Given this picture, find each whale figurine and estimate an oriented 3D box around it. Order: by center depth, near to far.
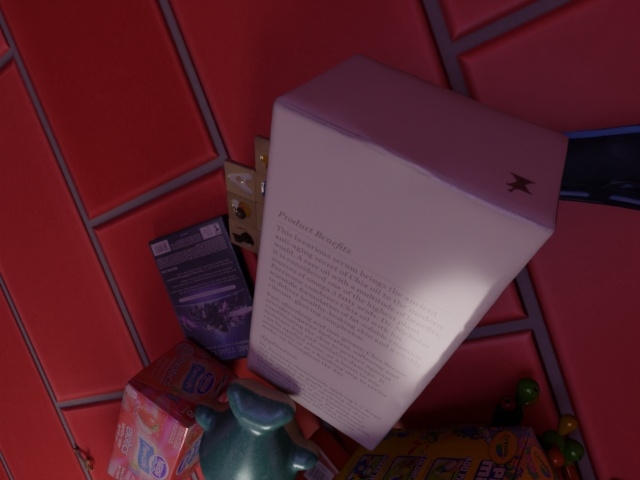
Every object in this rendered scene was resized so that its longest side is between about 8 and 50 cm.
[{"bbox_3d":[-0.111,0.323,0.640,0.217,0.141,0.271,21,136,6],"label":"whale figurine"}]

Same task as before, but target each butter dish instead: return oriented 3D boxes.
[{"bbox_3d":[0.014,0.454,0.720,0.118,0.160,0.160,51,165,-33],"label":"butter dish"}]

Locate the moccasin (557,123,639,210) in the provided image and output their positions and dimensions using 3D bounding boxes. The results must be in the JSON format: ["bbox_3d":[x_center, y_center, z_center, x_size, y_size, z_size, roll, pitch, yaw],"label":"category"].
[{"bbox_3d":[0.236,-0.067,0.493,0.343,0.138,0.116,-1,101,24],"label":"moccasin"}]

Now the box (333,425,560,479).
[{"bbox_3d":[0.194,0.427,0.540,0.279,0.177,0.289,-29,91,44],"label":"box"}]

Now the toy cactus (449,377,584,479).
[{"bbox_3d":[0.282,0.309,0.597,0.181,0.112,0.218,-7,109,34],"label":"toy cactus"}]

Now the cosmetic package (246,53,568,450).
[{"bbox_3d":[0.055,0.053,0.497,0.230,0.161,0.452,29,137,13],"label":"cosmetic package"}]

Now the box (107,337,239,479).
[{"bbox_3d":[-0.297,0.367,0.805,0.142,0.154,0.299,32,118,13],"label":"box"}]

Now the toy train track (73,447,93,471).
[{"bbox_3d":[-0.638,0.591,1.100,0.083,0.014,0.048,34,121,18],"label":"toy train track"}]

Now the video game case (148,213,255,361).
[{"bbox_3d":[-0.215,0.105,0.791,0.196,0.026,0.273,-16,97,26],"label":"video game case"}]

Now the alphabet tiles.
[{"bbox_3d":[0.000,0.000,0.618,0.343,0.011,0.284,22,135,17],"label":"alphabet tiles"}]
